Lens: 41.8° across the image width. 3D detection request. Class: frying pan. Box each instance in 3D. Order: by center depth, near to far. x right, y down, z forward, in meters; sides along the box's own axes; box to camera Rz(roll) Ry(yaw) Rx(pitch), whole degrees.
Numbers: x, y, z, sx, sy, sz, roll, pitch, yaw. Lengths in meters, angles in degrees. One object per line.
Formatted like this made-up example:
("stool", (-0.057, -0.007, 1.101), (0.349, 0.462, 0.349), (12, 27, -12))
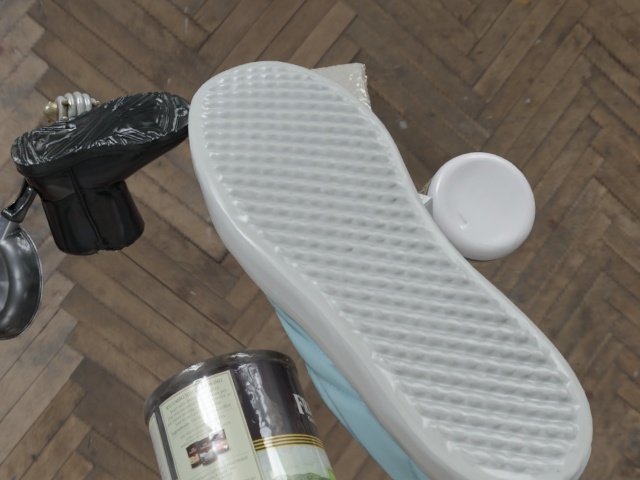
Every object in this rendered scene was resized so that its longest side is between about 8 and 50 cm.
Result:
("frying pan", (-0.470, 0.019, 1.282), (0.326, 0.053, 0.197), (-44, 73, 24))

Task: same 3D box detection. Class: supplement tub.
("supplement tub", (0.197, -0.028, 1.164), (0.144, 0.200, 0.144), (2, 77, -8))

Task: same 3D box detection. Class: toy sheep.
("toy sheep", (-0.456, -0.239, 1.580), (0.132, 0.091, 0.091), (4, 88, -29))

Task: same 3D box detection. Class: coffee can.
("coffee can", (-0.081, 0.299, 0.992), (0.201, 0.201, 0.275), (-15, 58, -13))

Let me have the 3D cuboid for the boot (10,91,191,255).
("boot", (-0.274, -0.084, 1.152), (0.246, 0.207, 0.094), (-18, 54, -6))

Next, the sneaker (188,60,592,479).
("sneaker", (0.016, 0.037, 0.556), (0.135, 0.150, 0.366), (-20, 58, -20))

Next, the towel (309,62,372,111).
("towel", (-0.020, -0.133, 1.068), (0.187, 0.282, 0.049), (-8, 131, 5))

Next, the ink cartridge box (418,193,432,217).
("ink cartridge box", (0.068, -0.016, 1.041), (0.056, 0.135, 0.099), (-39, 135, -43))
